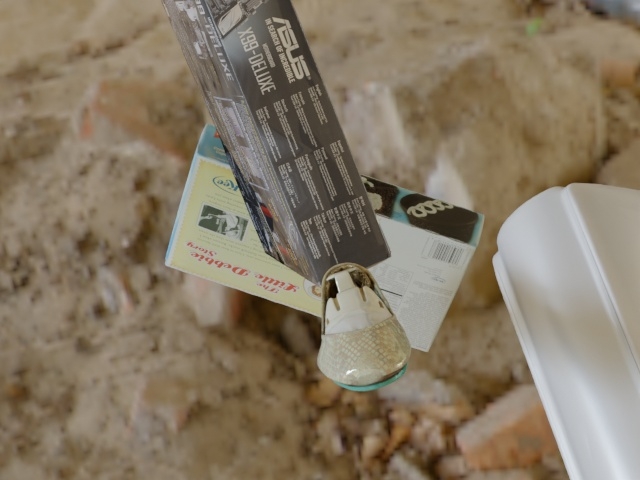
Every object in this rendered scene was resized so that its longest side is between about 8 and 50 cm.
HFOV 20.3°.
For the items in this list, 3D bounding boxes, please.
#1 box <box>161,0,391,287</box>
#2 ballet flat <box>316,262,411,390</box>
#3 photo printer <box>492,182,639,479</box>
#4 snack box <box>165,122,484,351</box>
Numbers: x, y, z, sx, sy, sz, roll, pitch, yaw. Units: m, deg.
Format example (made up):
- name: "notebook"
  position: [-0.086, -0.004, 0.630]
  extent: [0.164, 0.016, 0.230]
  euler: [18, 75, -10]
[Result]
- name: "box"
  position: [-0.051, -0.123, 1.635]
  extent: [0.076, 0.307, 0.242]
  euler: [-24, 11, -10]
- name: "ballet flat"
  position: [0.018, 0.048, 1.092]
  extent: [0.057, 0.052, 0.168]
  euler: [-18, 10, -2]
- name: "photo printer"
  position: [0.265, 0.118, 1.175]
  extent: [0.256, 0.107, 0.308]
  euler: [9, 50, -35]
- name: "snack box"
  position: [0.000, 0.000, 1.990]
  extent: [0.322, 0.187, 0.060]
  euler: [18, 45, -2]
